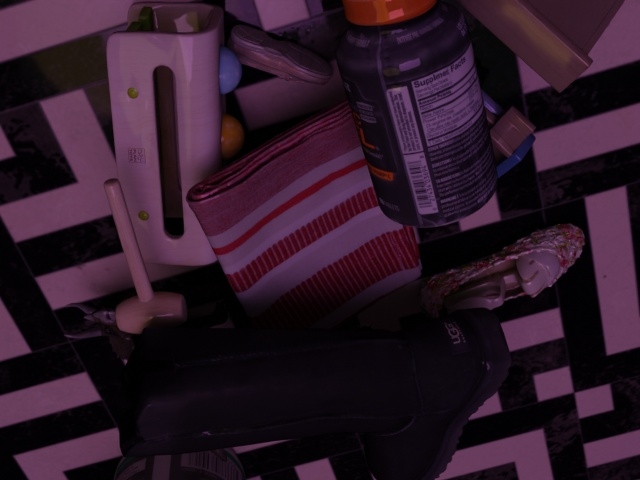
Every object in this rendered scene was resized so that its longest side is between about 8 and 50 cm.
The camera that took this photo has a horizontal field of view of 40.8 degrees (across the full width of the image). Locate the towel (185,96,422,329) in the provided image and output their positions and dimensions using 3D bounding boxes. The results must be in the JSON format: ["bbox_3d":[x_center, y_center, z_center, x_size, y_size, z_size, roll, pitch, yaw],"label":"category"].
[{"bbox_3d":[0.000,0.000,1.016,0.237,0.037,0.329,-32,139,-10],"label":"towel"}]

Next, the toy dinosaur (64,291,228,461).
[{"bbox_3d":[-0.198,0.170,1.170,0.160,0.121,0.314,-10,126,15],"label":"toy dinosaur"}]

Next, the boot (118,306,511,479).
[{"bbox_3d":[-0.032,0.225,1.080,0.445,0.146,0.367,-5,138,-25],"label":"boot"}]

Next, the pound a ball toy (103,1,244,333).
[{"bbox_3d":[-0.154,-0.078,0.951,0.135,0.208,0.319,1,120,-1],"label":"pound a ball toy"}]

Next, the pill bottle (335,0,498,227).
[{"bbox_3d":[0.092,-0.144,0.843,0.130,0.130,0.246,-16,124,5],"label":"pill bottle"}]

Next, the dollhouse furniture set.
[{"bbox_3d":[0.152,-0.235,0.972,0.286,0.198,0.303,42,143,-2],"label":"dollhouse furniture set"}]

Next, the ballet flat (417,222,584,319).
[{"bbox_3d":[0.246,0.056,1.143,0.241,0.077,0.091,-25,118,9],"label":"ballet flat"}]

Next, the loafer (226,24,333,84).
[{"bbox_3d":[-0.048,-0.206,0.988,0.125,0.045,0.039,22,134,-9],"label":"loafer"}]

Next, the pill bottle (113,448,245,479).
[{"bbox_3d":[-0.202,0.456,1.176,0.204,0.361,0.204,-2,121,-3],"label":"pill bottle"}]
